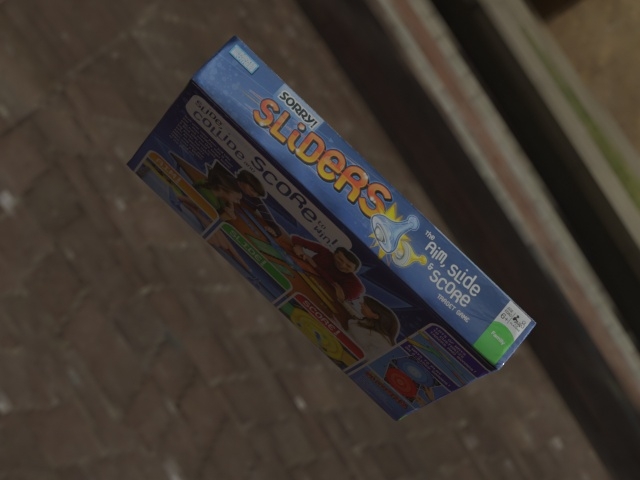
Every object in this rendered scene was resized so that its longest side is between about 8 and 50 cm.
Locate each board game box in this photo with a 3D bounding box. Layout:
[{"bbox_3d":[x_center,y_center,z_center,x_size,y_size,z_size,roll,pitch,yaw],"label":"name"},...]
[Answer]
[{"bbox_3d":[0.000,0.000,0.950,0.201,0.035,0.136,44,-25,-4],"label":"board game box"}]
